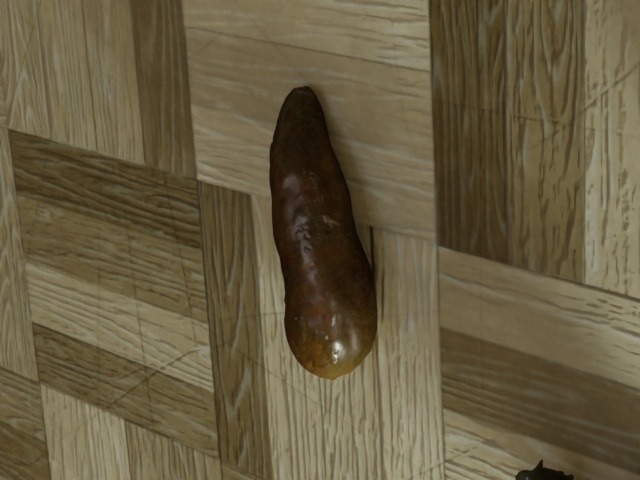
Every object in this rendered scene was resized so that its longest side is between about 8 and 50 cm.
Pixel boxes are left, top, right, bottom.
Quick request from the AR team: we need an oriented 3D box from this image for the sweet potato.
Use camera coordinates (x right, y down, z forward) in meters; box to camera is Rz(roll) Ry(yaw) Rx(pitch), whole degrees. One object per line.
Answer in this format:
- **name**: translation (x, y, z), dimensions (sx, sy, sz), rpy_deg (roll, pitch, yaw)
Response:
- **sweet potato**: translation (0.000, -0.001, 1.668), dimensions (0.097, 0.097, 0.292), rpy_deg (4, 106, 45)

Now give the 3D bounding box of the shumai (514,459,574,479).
- **shumai**: translation (0.242, 0.277, 1.514), dimensions (0.206, 0.166, 0.175), rpy_deg (-52, 33, 23)
